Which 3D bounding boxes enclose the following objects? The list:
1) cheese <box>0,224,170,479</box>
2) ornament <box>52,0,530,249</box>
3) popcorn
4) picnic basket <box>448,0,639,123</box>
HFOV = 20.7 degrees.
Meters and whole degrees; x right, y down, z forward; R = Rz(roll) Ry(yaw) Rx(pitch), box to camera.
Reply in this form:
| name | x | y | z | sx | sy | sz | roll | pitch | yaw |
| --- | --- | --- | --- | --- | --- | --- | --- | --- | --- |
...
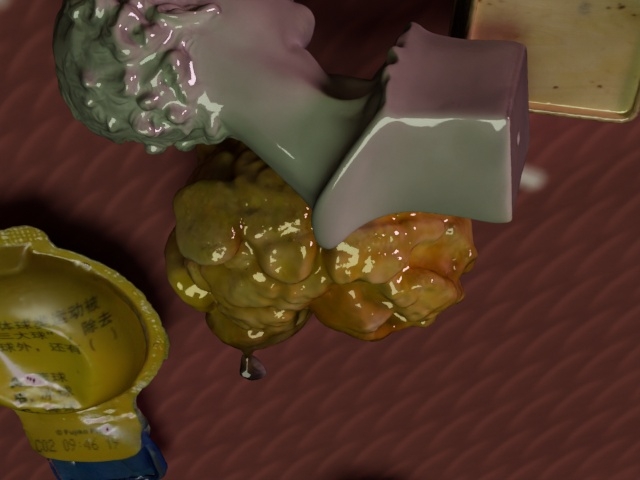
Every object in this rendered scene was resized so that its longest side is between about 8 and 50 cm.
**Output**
| name | x | y | z | sx | sy | sz | roll | pitch | yaw |
| --- | --- | --- | --- | --- | --- | --- | --- | --- | --- |
| cheese | -0.185 | 0.089 | 1.222 | 0.177 | 0.069 | 0.270 | -7 | 132 | 12 |
| ornament | -0.019 | -0.077 | 0.968 | 0.285 | 0.130 | 0.120 | 24 | 131 | 17 |
| popcorn | -0.009 | -0.012 | 1.082 | 0.194 | 0.140 | 0.163 | -12 | 137 | 28 |
| picnic basket | 0.138 | -0.152 | 0.979 | 0.115 | 0.079 | 0.164 | 8 | 131 | -3 |
